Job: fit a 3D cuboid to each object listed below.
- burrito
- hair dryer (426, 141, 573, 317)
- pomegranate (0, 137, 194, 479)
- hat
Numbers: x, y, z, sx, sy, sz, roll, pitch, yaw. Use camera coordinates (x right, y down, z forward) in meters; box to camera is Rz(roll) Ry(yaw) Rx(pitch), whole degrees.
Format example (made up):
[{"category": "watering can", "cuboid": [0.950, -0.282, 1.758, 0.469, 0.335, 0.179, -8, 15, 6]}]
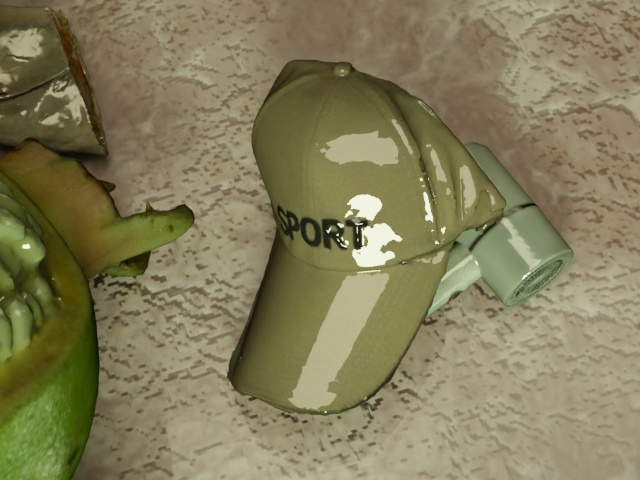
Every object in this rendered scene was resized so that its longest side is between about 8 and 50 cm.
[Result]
[{"category": "burrito", "cuboid": [-0.227, -0.095, 0.997, 0.226, 0.060, 0.087, 3, 75, 3]}, {"category": "hair dryer", "cuboid": [0.057, 0.018, 0.950, 0.137, 0.047, 0.082, -37, 71, -3]}, {"category": "pomegranate", "cuboid": [-0.210, 0.044, 0.863, 0.341, 0.260, 0.260, -26, 67, -38]}, {"category": "hat", "cuboid": [0.000, 0.000, 0.908, 0.147, 0.085, 0.175, 12, 71, 39]}]
